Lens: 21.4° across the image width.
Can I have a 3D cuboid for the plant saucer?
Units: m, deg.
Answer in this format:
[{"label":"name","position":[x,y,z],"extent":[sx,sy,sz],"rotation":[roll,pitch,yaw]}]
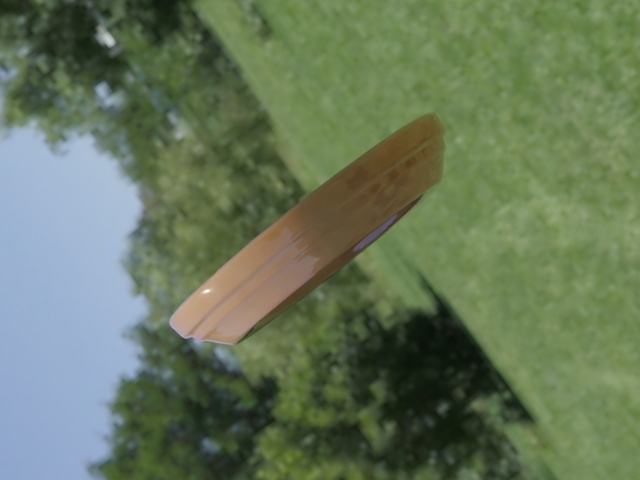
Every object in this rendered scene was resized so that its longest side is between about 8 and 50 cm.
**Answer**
[{"label":"plant saucer","position":[0.000,0.000,0.996],"extent":[0.037,0.200,0.200],"rotation":[51,-179,3]}]
